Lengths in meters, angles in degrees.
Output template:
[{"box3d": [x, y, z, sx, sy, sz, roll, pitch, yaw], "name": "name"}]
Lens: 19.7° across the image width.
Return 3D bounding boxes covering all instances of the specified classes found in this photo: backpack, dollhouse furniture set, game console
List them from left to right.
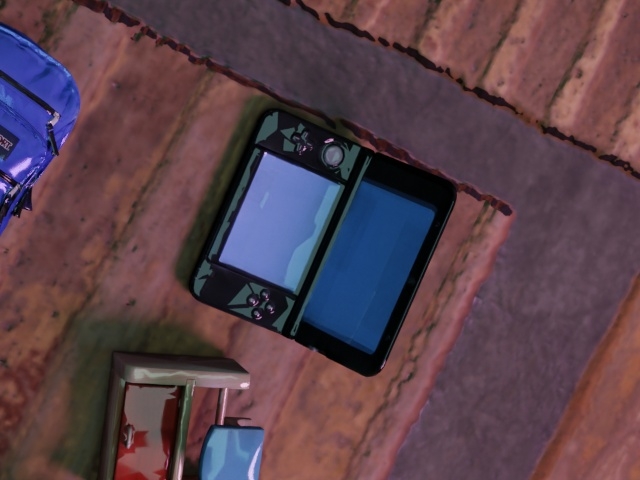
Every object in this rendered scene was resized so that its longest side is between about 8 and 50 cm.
[{"box3d": [-0.182, -0.055, 0.965, 0.098, 0.101, 0.120, 38, 82, -28], "name": "backpack"}, {"box3d": [-0.103, 0.166, 1.015, 0.129, 0.129, 0.184, 5, 99, -20], "name": "dollhouse furniture set"}, {"box3d": [0.000, 0.000, 1.054, 0.107, 0.071, 0.122, 23, 91, -22], "name": "game console"}]
